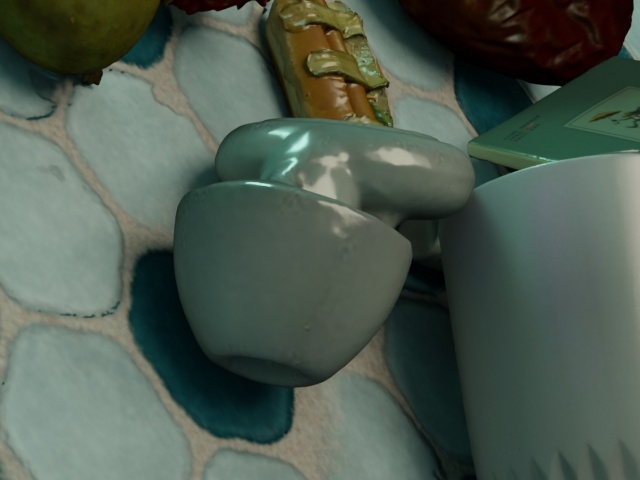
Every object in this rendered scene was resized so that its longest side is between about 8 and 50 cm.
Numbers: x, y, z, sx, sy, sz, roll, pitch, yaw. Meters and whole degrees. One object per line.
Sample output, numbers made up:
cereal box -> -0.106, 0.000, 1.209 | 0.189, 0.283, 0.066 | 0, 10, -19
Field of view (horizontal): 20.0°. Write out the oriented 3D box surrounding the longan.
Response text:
longan -> -0.192, -0.197, 1.413 | 0.145, 0.176, 0.154 | 19, 46, 24

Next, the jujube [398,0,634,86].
jujube -> 0.204, -0.292, 1.924 | 0.318, 0.223, 0.223 | 34, 36, -41

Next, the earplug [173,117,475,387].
earplug -> -0.001, -0.011, 1.437 | 0.325, 0.214, 0.175 | -52, 142, -57

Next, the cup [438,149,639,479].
cup -> 0.238, 0.123, 1.521 | 0.253, 0.253, 0.371 | 18, 59, -42

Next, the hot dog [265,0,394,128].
hot dog -> 0.021, -0.123, 1.663 | 0.109, 0.072, 0.269 | 9, 52, -45

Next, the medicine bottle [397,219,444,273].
medicine bottle -> 0.122, 0.003, 1.682 | 0.091, 0.058, 0.058 | 21, 45, -41

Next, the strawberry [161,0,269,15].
strawberry -> -0.106, -0.315, 1.594 | 0.205, 0.205, 0.244 | 41, 14, -20

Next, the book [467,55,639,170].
book -> 0.366, -0.100, 1.759 | 0.264, 0.379, 0.031 | -29, 123, -38
